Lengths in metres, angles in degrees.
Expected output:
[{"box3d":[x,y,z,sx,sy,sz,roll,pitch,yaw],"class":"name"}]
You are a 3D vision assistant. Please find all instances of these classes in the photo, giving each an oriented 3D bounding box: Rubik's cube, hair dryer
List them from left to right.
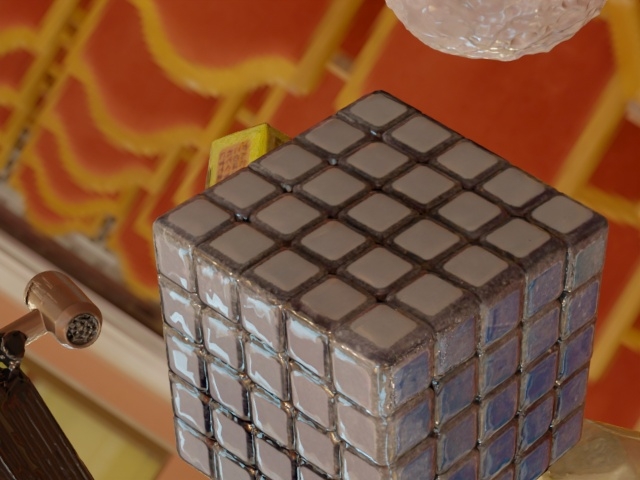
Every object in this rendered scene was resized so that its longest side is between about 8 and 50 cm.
[{"box3d":[-0.353,0.114,2.218,0.117,0.181,0.064,38,155,53],"class":"hair dryer"},{"box3d":[0.042,0.070,1.361,0.238,0.237,0.237,30,137,33],"class":"Rubik's cube"}]

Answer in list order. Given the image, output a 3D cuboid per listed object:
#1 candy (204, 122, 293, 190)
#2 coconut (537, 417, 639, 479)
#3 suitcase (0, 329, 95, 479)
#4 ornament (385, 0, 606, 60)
[{"box3d":[0.000,0.000,1.975,0.088,0.146,0.276,-18,144,39],"class":"candy"},{"box3d":[0.300,0.340,2.034,0.323,0.323,0.323,33,171,6],"class":"coconut"},{"box3d":[-0.298,0.261,1.666,0.229,0.152,0.335,-8,120,41],"class":"suitcase"},{"box3d":[0.162,-0.291,1.681,0.259,0.225,0.259,40,-150,-29],"class":"ornament"}]
